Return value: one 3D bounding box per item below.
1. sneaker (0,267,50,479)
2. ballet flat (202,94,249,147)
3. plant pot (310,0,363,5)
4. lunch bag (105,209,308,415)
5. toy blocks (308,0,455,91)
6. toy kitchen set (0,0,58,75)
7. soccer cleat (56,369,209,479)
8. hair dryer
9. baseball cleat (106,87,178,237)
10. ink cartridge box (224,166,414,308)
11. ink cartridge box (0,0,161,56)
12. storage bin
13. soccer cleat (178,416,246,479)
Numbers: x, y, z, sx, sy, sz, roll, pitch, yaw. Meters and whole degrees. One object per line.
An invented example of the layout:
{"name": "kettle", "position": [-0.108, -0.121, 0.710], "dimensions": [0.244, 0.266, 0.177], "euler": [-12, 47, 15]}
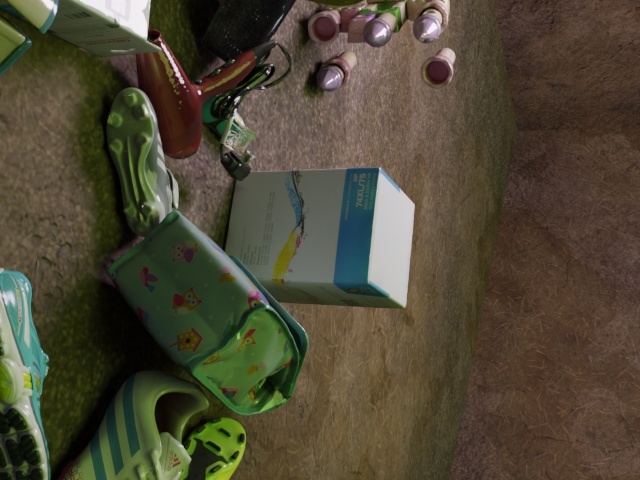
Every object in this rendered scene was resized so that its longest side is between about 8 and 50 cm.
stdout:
{"name": "sneaker", "position": [-0.334, 0.164, 0.880], "dimensions": [0.110, 0.107, 0.275], "euler": [-40, 128, -71]}
{"name": "ballet flat", "position": [-0.167, -0.208, 1.290], "dimensions": [0.168, 0.057, 0.052], "euler": [55, 15, -58]}
{"name": "plant pot", "position": [0.024, -0.609, 1.363], "dimensions": [0.366, 0.366, 0.353], "euler": [26, 80, -64]}
{"name": "lunch bag", "position": [-0.140, 0.115, 1.130], "dimensions": [0.160, 0.223, 0.262], "euler": [-43, 148, -7]}
{"name": "toy blocks", "position": [0.109, -0.442, 1.576], "dimensions": [0.260, 0.288, 0.309], "euler": [-57, 145, -57]}
{"name": "toy kitchen set", "position": [-0.366, -0.202, 0.823], "dimensions": [0.207, 0.166, 0.122], "euler": [-46, 147, -2]}
{"name": "soccer cleat", "position": [-0.251, 0.307, 1.014], "dimensions": [0.116, 0.143, 0.331], "euler": [66, 36, -44]}
{"name": "hair dryer", "position": [-0.172, -0.223, 1.170], "dimensions": [0.293, 0.080, 0.224], "euler": [19, 91, -59]}
{"name": "baseball cleat", "position": [-0.244, -0.110, 1.110], "dimensions": [0.109, 0.072, 0.206], "euler": [-56, 147, -71]}
{"name": "ink cartridge box", "position": [0.000, 0.000, 1.392], "dimensions": [0.198, 0.270, 0.197], "euler": [35, 58, -62]}
{"name": "ink cartridge box", "position": [-0.278, -0.278, 0.957], "dimensions": [0.180, 0.104, 0.060], "euler": [15, 77, -66]}
{"name": "storage bin", "position": [-0.098, -0.363, 1.248], "dimensions": [0.180, 0.084, 0.122], "euler": [-48, -170, 45]}
{"name": "soccer cleat", "position": [-0.200, 0.394, 1.236], "dimensions": [0.289, 0.093, 0.121], "euler": [-63, 176, -51]}
